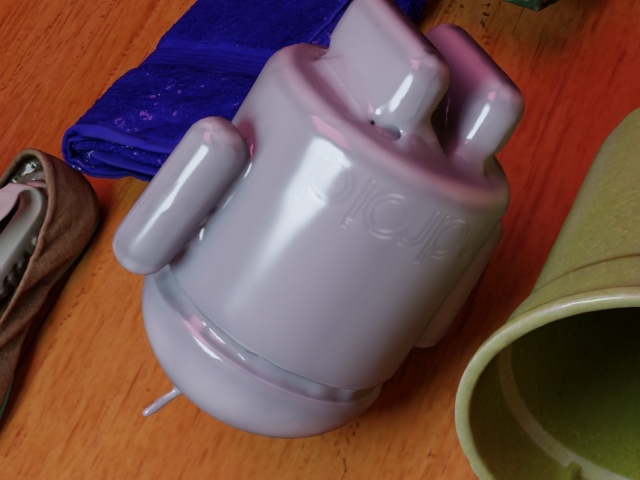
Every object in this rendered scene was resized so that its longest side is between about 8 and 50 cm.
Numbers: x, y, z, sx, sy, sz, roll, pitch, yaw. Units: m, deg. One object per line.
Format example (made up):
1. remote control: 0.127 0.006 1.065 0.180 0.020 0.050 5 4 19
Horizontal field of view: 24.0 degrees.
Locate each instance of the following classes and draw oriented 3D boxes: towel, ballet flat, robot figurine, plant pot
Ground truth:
1. towel: -0.069 -0.160 1.363 0.227 0.076 0.308 16 51 32
2. ballet flat: -0.304 0.059 1.305 0.116 0.124 0.342 12 61 30
3. robot figurine: -0.001 0.000 1.094 0.353 0.300 0.200 -58 35 22
4. plant pot: 0.252 0.045 1.001 0.276 0.276 0.254 -1 43 24

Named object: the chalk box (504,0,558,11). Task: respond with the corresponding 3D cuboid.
1. chalk box: 0.133 -0.346 1.349 0.289 0.180 0.179 23 39 35
